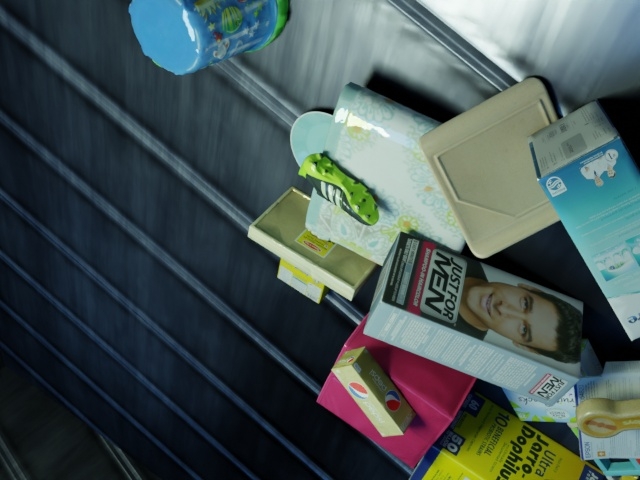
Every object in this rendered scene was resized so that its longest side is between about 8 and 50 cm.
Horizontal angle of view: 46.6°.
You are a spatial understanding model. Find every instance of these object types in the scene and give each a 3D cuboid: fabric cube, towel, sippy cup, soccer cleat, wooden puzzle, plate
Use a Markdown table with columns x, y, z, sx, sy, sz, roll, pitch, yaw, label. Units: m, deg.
| x | y | z | sx | sy | sz | roll | pitch | yaw | label |
| --- | --- | --- | --- | --- | --- | --- | --- | --- | --- |
| 0.186 | 0.281 | 1.613 | 0.258 | 0.254 | 0.259 | 33 | 139 | 10 | fabric cube |
| 0.147 | -0.091 | 1.425 | 0.321 | 0.090 | 0.374 | 25 | 139 | 8 | towel |
| -0.214 | -0.420 | 1.348 | 0.240 | 0.224 | 0.305 | 29 | 138 | 16 | sippy cup |
| 0.036 | -0.091 | 1.389 | 0.179 | 0.060 | 0.072 | 43 | 148 | -3 | soccer cleat |
| 0.307 | -0.118 | 1.236 | 0.221 | 0.044 | 0.238 | -28 | 106 | 6 | wooden puzzle |
| 0.022 | -0.183 | 1.517 | 0.188 | 0.024 | 0.188 | 23 | 136 | 24 | plate |

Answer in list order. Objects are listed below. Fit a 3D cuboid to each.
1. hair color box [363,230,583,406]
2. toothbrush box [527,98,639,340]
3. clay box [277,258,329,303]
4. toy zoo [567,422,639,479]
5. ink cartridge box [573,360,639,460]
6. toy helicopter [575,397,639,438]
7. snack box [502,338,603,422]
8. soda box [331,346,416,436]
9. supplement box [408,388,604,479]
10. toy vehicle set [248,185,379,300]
| x | y | z | sx | sy | sz | roll | pitch | yaw | label |
| --- | --- | --- | --- | --- | --- | --- | --- | --- | --- |
| 0.287 | 0.143 | 1.376 | 0.375 | 0.185 | 0.113 | 22 | 138 | -1 | hair color box |
| 0.442 | -0.036 | 1.117 | 0.126 | 0.216 | 0.295 | -30 | 106 | 22 | toothbrush box |
| -0.024 | 0.035 | 1.727 | 0.127 | 0.053 | 0.222 | 32 | 138 | 15 | clay box |
| 0.672 | 0.467 | 1.538 | 0.293 | 0.030 | 0.192 | 52 | 140 | -10 | toy zoo |
| 0.597 | 0.321 | 1.395 | 0.224 | 0.045 | 0.223 | -5 | 120 | 17 | ink cartridge box |
| 0.630 | 0.302 | 1.287 | 0.355 | 0.140 | 0.235 | -13 | 128 | 25 | toy helicopter |
| 0.474 | 0.289 | 1.516 | 0.207 | 0.070 | 0.174 | -9 | 120 | 46 | snack box |
| 0.105 | 0.297 | 1.450 | 0.061 | 0.058 | 0.181 | -23 | 107 | 47 | soda box |
| 0.418 | 0.539 | 1.690 | 0.357 | 0.194 | 0.195 | 31 | 139 | 14 | supplement box |
| 0.000 | 0.000 | 1.586 | 0.267 | 0.166 | 0.035 | 31 | 139 | 15 | toy vehicle set |
